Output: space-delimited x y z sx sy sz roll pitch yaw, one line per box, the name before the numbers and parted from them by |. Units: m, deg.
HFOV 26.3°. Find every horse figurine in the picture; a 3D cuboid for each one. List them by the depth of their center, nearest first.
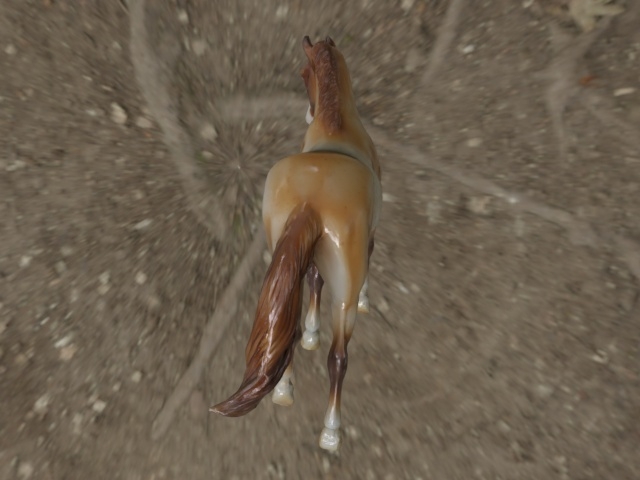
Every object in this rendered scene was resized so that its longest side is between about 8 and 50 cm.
horse figurine | 0.000 0.000 0.753 0.066 0.263 0.175 5 112 8
